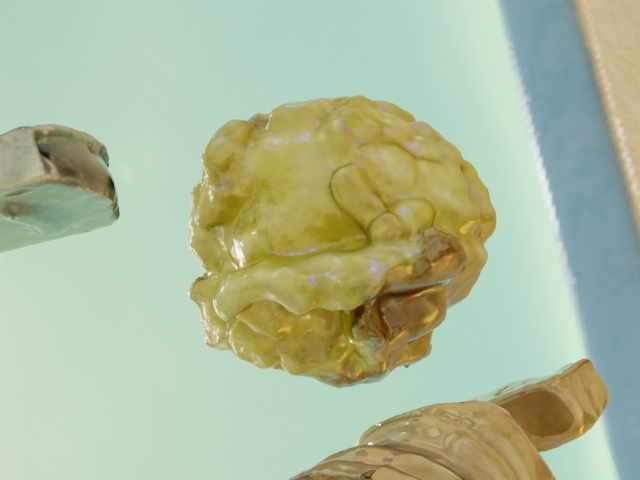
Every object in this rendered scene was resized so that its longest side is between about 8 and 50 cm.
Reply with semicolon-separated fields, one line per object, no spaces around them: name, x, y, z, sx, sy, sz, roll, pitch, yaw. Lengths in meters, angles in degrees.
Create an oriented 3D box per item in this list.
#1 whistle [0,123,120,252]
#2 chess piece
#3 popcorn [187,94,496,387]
whistle;-0.311;0.046;0.766;0.188;0.168;0.405;44;89;13
chess piece;0.081;0.147;0.815;0.137;0.301;0.137;7;106;25
popcorn;0.006;0.006;1.129;0.293;0.293;0.237;-46;72;28
